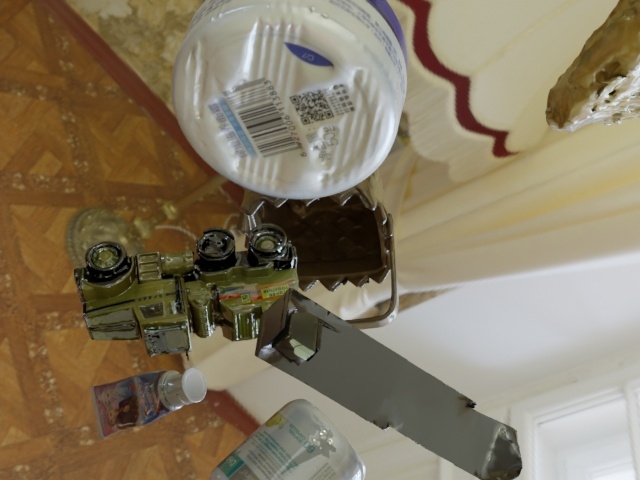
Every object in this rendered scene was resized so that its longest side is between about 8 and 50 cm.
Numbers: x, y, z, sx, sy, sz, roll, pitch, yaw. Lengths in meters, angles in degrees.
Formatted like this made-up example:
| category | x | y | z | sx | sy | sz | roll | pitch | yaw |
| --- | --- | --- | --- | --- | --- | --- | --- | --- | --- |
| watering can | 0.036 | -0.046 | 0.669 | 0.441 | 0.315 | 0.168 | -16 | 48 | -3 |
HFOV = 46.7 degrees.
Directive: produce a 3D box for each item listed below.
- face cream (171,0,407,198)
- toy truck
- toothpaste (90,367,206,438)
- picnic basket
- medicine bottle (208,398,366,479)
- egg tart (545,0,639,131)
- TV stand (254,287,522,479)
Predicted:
| category | x | y | z | sx | sy | sz | roll | pitch | yaw |
| --- | --- | --- | --- | --- | --- | --- | --- | --- | --- |
| face cream | -0.027 | -0.137 | 0.664 | 0.206 | 0.206 | 0.111 | 44 | 36 | -27 |
| toy truck | -0.153 | 0.071 | 0.874 | 0.127 | 0.257 | 0.127 | 95 | -10 | -50 |
| toothpaste | -0.308 | 0.273 | 1.271 | 0.061 | 0.266 | 0.096 | 2 | 71 | -55 |
| picnic basket | 0.000 | 0.000 | 1.241 | 0.291 | 0.254 | 0.321 | 69 | 20 | -58 |
| medicine bottle | -0.063 | 0.303 | 0.877 | 0.215 | 0.135 | 0.135 | -39 | 102 | -18 |
| egg tart | 0.323 | -0.206 | 0.598 | 0.129 | 0.341 | 0.341 | 35 | 30 | 9 |
| TV stand | 0.063 | 0.128 | 0.614 | 0.256 | 0.040 | 0.049 | 34 | 33 | -19 |
